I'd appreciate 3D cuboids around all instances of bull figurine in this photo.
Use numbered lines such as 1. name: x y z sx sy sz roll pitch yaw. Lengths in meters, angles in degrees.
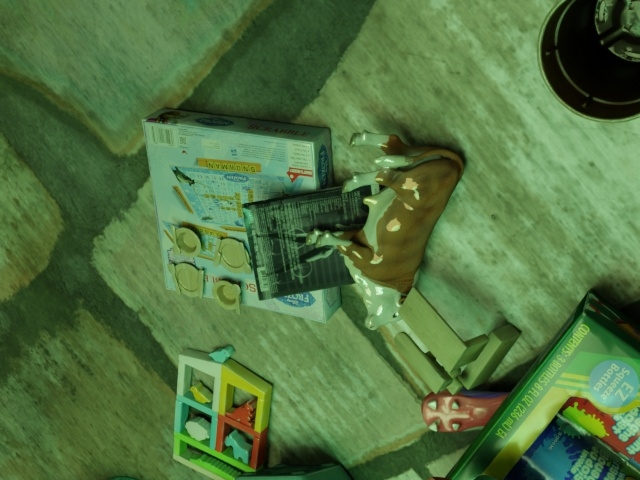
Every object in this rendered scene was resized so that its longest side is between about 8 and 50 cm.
1. bull figurine: 0.094 -0.015 1.608 0.188 0.101 0.310 16 115 -15

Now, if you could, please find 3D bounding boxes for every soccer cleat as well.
1. soccer cleat: 0.281 0.266 1.697 0.248 0.095 0.083 1 101 13

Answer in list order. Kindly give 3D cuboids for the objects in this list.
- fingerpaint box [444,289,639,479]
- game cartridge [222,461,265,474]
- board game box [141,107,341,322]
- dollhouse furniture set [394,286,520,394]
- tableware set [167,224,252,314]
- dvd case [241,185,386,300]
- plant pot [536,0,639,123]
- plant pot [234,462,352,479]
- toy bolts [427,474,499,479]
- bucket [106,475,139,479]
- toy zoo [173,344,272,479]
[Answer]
1. fingerpaint box: 0.394 0.363 1.531 0.371 0.163 0.445 37 108 8
2. game cartridge: -0.148 0.429 2.075 0.083 0.017 0.056 -26 104 38
3. board game box: -0.126 -0.043 1.772 0.318 0.066 0.318 11 120 26
4. dollhouse furniture set: 0.198 0.146 1.648 0.123 0.151 0.144 49 133 26
5. tableware set: -0.186 0.047 1.801 0.168 0.020 0.141 16 123 23
6. dvd case: 0.000 0.000 1.672 0.221 0.018 0.165 -10 116 -3
7. plant pot: 0.365 -0.248 1.302 0.167 0.165 0.167 14 123 24
8. plant pot: -0.045 0.529 1.919 0.247 0.248 0.252 -7 84 30
9. toy bolts: 0.198 0.403 1.474 0.218 0.158 0.229 50 131 51
10. bucket: -0.422 0.640 2.249 0.281 0.183 0.281 14 122 24
11. toy zoo: -0.185 0.324 2.019 0.192 0.030 0.293 21 121 23
